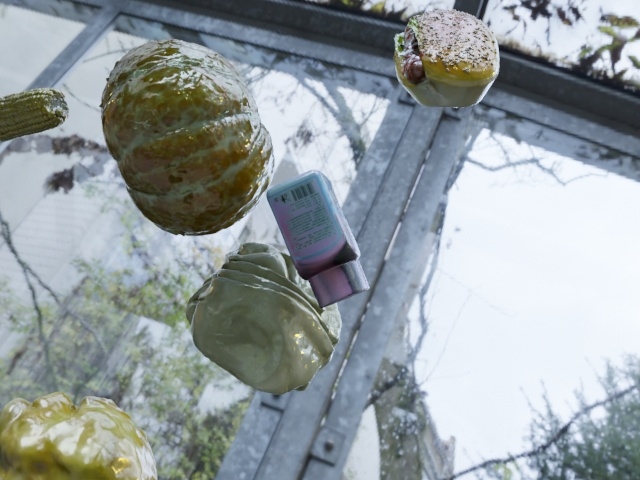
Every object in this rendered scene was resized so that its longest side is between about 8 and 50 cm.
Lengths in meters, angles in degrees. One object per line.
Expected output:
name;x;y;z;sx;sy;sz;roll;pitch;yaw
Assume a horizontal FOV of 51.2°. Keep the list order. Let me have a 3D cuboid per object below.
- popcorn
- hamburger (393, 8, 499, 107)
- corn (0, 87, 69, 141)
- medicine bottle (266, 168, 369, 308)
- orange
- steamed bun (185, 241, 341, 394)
popcorn;-0.252;0.285;0.688;0.253;0.190;0.191;60;-9;20
hamburger;0.208;-0.307;1.114;0.173;0.210;0.116;1;-48;8
corn;-0.536;-0.219;1.175;0.238;0.080;0.080;-8;-46;30
medicine bottle;0.000;0.000;0.994;0.094;0.188;0.119;-24;-7;6
orange;-0.214;-0.168;1.099;0.249;0.329;0.329;-19;-39;-8
steamed bun;-0.086;0.115;1.172;0.276;0.203;0.289;32;9;18
